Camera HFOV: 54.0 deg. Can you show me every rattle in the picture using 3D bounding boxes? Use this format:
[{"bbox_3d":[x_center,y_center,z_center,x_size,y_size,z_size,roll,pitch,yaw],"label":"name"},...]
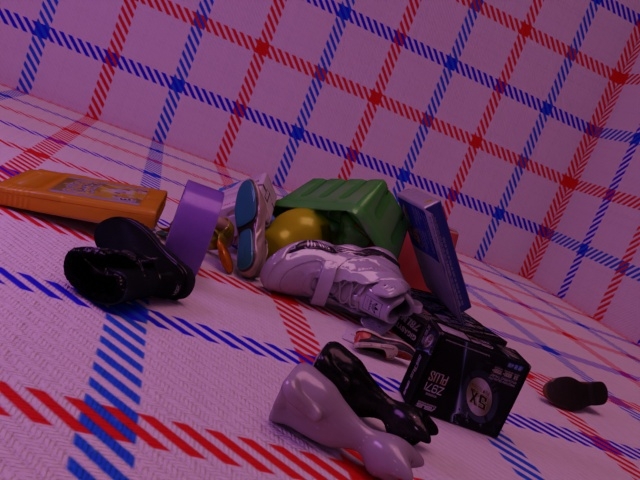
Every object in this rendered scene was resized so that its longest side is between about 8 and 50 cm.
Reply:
[{"bbox_3d":[-0.305,0.014,1.472,0.199,0.143,0.130,5,-19,-12],"label":"rattle"}]

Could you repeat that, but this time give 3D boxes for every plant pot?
[{"bbox_3d":[0.306,0.048,2.010,0.274,0.243,0.275,22,10,-4],"label":"plant pot"}]

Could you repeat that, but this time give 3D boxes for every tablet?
[{"bbox_3d":[0.076,0.207,1.336,0.054,0.006,0.083,23,9,7],"label":"tablet"}]

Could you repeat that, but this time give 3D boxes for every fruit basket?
[{"bbox_3d":[0.000,0.000,1.668,0.283,0.392,0.392,55,-9,-31],"label":"fruit basket"}]

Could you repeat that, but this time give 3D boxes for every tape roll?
[{"bbox_3d":[-0.265,-0.023,1.284,0.080,0.189,0.189,19,10,-13],"label":"tape roll"}]

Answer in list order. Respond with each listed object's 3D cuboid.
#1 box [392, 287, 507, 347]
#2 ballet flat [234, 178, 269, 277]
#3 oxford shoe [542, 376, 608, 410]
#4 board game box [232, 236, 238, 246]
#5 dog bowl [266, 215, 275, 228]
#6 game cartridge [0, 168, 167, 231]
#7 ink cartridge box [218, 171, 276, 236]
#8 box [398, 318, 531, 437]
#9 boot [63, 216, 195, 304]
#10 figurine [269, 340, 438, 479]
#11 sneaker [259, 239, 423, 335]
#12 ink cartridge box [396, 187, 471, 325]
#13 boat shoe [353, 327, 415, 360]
[{"bbox_3d":[0.280,0.202,1.623,0.295,0.073,0.293,15,11,-33],"label":"box"},{"bbox_3d":[-0.159,-0.025,1.498,0.086,0.249,0.086,0,-23,0],"label":"ballet flat"},{"bbox_3d":[0.591,0.366,1.496,0.212,0.076,0.076,13,-17,-33],"label":"oxford shoe"},{"bbox_3d":[-0.260,-0.036,1.792,0.146,0.045,0.193,22,10,-2],"label":"board game box"},{"bbox_3d":[-0.139,-0.067,2.148,0.297,0.074,0.166,22,9,-4],"label":"dog bowl"},{"bbox_3d":[-0.518,-0.099,1.406,0.323,0.053,0.285,12,12,-12],"label":"game cartridge"},{"bbox_3d":[-0.205,-0.091,1.658,0.148,0.086,0.203,-17,23,10],"label":"ink cartridge box"},{"bbox_3d":[0.253,0.243,1.112,0.180,0.147,0.077,22,10,-9],"label":"box"},{"bbox_3d":[-0.359,0.026,1.081,0.246,0.094,0.207,33,9,23],"label":"boot"},{"bbox_3d":[0.059,0.245,0.878,0.209,0.092,0.215,29,12,15],"label":"figurine"},{"bbox_3d":[0.057,0.107,1.428,0.365,0.137,0.210,1,30,-27],"label":"sneaker"},{"bbox_3d":[0.307,0.030,1.635,0.072,0.304,0.307,-20,16,-6],"label":"ink cartridge box"},{"bbox_3d":[0.130,0.221,1.278,0.137,0.049,0.043,23,52,-13],"label":"boat shoe"}]
